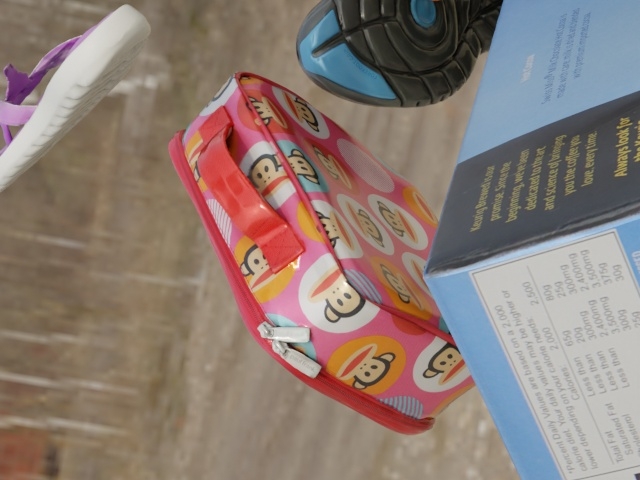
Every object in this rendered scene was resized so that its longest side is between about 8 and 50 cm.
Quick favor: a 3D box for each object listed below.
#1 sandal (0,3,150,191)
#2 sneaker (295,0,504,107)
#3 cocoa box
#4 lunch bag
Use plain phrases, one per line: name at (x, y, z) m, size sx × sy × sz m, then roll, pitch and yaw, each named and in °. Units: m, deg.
sandal at (-0.315, -0.182, 1.967) m, size 0.169 × 0.102 × 0.416 m, roll -46°, pitch 6°, yaw -37°
sneaker at (0.080, -0.190, 1.552) m, size 0.140 × 0.341 × 0.125 m, roll -6°, pitch 100°, yaw 42°
cocoa box at (0.213, -0.006, 0.802) m, size 0.231 × 0.228 × 0.347 m, roll 63°, pitch -157°, yaw -21°
lunch bag at (0.000, 0.000, 1.337) m, size 0.120 × 0.258 × 0.293 m, roll -43°, pitch 46°, yaw 16°
